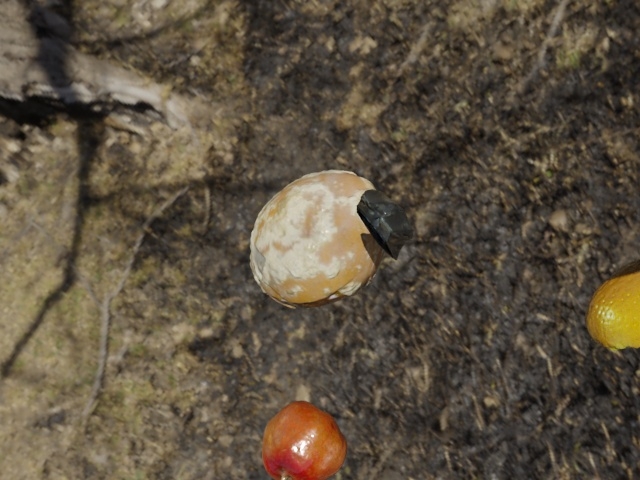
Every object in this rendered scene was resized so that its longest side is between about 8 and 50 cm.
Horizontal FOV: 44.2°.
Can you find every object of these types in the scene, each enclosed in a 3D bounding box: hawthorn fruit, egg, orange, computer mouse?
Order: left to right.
[{"bbox_3d":[-0.026,0.305,1.141,0.125,0.125,0.140,-11,63,35],"label":"hawthorn fruit"},{"bbox_3d":[0.000,0.000,1.152,0.233,0.195,0.195,-37,39,26],"label":"egg"},{"bbox_3d":[0.079,-0.025,0.932,0.047,0.135,0.079,-39,74,0],"label":"computer mouse"},{"bbox_3d":[0.643,0.124,1.362,0.262,0.334,0.196,-73,-4,-72],"label":"orange"}]
